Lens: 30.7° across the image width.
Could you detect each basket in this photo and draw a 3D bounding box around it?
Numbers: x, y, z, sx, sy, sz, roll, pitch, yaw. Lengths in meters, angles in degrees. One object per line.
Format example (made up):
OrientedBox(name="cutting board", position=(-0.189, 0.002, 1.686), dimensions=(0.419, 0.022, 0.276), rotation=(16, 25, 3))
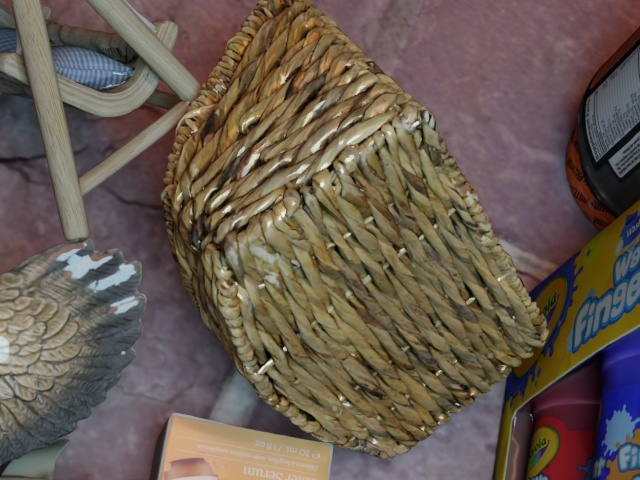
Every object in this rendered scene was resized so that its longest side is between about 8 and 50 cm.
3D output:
OrientedBox(name="basket", position=(0.000, 0.000, 0.893), dimensions=(0.213, 0.299, 0.223), rotation=(-38, 45, -1))

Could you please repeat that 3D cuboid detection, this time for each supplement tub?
OrientedBox(name="supplement tub", position=(0.356, -0.122, 0.997), dimensions=(0.207, 0.338, 0.207), rotation=(5, 68, -13))

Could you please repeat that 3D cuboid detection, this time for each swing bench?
OrientedBox(name="swing bench", position=(-0.239, -0.164, 0.850), dimensions=(0.165, 0.253, 0.255), rotation=(-42, 129, -25))

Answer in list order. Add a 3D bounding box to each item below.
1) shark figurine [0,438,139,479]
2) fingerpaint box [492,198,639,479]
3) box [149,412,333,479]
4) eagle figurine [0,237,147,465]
OrientedBox(name="shark figurine", position=(-0.154, 0.224, 0.802), dimensions=(0.278, 0.166, 0.116), rotation=(7, 105, 18))
OrientedBox(name="fingerpaint box", position=(0.259, 0.157, 0.803), dimensions=(0.163, 0.445, 0.371), rotation=(16, 66, -7))
OrientedBox(name="box", position=(-0.071, 0.233, 0.881), dimensions=(0.130, 0.091, 0.171), rotation=(12, 66, -10))
OrientedBox(name="eagle figurine", position=(-0.287, 0.068, 0.734), dimensions=(0.298, 0.226, 0.225), rotation=(-12, 105, 13))
